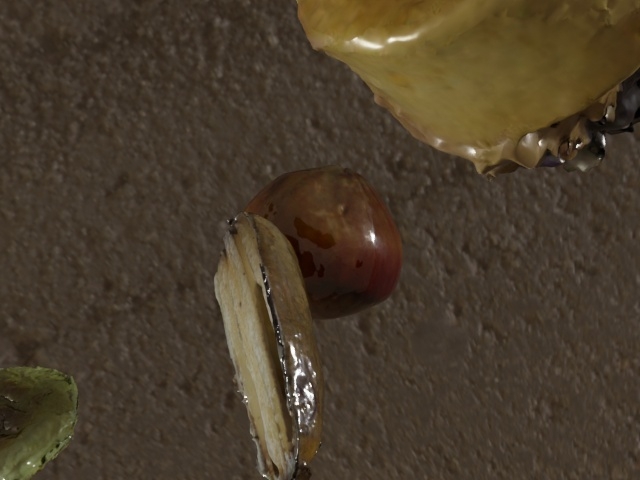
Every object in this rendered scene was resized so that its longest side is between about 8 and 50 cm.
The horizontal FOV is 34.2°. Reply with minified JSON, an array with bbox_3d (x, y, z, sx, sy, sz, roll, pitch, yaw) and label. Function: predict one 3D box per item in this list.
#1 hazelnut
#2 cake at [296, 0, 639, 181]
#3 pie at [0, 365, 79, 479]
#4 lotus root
[{"bbox_3d":[0.000,0.000,1.444,0.217,0.251,0.217,-11,77,55],"label":"hazelnut"},{"bbox_3d":[0.182,-0.202,0.859,0.332,0.321,0.332,-24,48,31],"label":"cake"},{"bbox_3d":[-0.491,0.285,1.550,0.306,0.071,0.306,-18,32,11],"label":"pie"},{"bbox_3d":[-0.042,0.117,1.148,0.078,0.167,0.329,-2,55,-21],"label":"lotus root"}]
